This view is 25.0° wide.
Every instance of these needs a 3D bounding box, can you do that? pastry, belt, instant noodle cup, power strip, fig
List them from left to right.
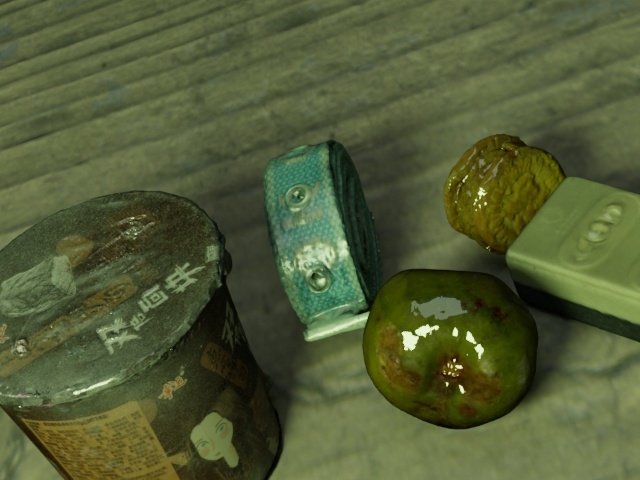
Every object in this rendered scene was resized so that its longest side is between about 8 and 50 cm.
[{"bbox_3d":[-0.141,0.106,1.111,0.217,0.207,0.217,-13,40,11],"label":"instant noodle cup"},{"bbox_3d":[0.000,-0.005,1.220,0.082,0.148,0.163,-18,11,11],"label":"belt"},{"bbox_3d":[0.105,0.082,1.119,0.132,0.185,0.127,-10,82,11],"label":"fig"},{"bbox_3d":[0.157,-0.037,1.211,0.109,0.097,0.057,6,18,-34],"label":"pastry"},{"bbox_3d":[0.264,0.026,1.111,0.256,0.070,0.105,18,55,40],"label":"power strip"}]
